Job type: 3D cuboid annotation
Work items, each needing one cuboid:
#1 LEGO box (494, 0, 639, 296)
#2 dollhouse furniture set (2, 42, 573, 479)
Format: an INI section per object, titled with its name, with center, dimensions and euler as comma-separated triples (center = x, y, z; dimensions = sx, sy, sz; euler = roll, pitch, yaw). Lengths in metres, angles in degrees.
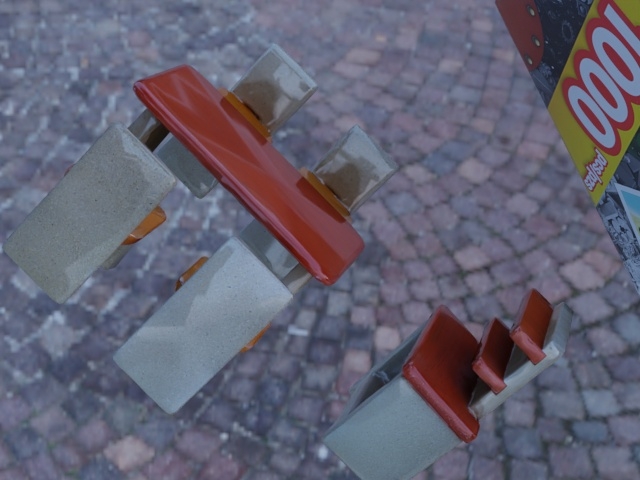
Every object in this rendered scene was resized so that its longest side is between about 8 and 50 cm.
[LEGO box]
center = 0.354, -0.034, 0.696
dimensions = 0.193, 0.372, 0.500
euler = -33, 15, -12
[dollhouse furniture set]
center = 0.000, 0.000, 0.706
dimensions = 0.259, 0.135, 0.262
euler = 45, 22, -1
